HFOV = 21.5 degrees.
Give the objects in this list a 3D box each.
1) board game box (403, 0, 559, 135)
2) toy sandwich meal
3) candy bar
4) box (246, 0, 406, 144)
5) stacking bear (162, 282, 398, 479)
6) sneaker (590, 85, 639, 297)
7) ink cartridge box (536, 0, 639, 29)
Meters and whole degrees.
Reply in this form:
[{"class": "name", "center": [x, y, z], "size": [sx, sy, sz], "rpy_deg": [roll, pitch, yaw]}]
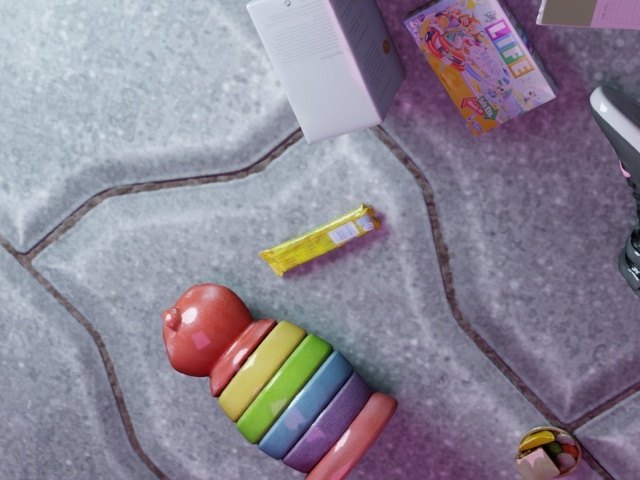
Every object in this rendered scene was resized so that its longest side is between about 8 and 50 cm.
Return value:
[{"class": "board game box", "center": [0.174, -0.200, 1.823], "size": [0.103, 0.026, 0.154], "rpy_deg": [-26, 109, 27]}, {"class": "toy sandwich meal", "center": [0.276, 0.264, 2.056], "size": [0.085, 0.029, 0.085], "rpy_deg": [7, 121, 12]}, {"class": "candy bar", "center": [0.000, 0.000, 1.994], "size": [0.161, 0.018, 0.040], "rpy_deg": [-26, 112, 27]}, {"class": "box", "center": [0.009, -0.212, 1.804], "size": [0.091, 0.130, 0.170], "rpy_deg": [-15, 113, 22]}, {"class": "stacking bear", "center": [-0.066, 0.166, 2.034], "size": [0.289, 0.175, 0.164], "rpy_deg": [38, 124, 2]}, {"class": "sneaker", "center": [0.356, -0.027, 1.821], "size": [0.147, 0.104, 0.296], "rpy_deg": [-39, 107, 25]}, {"class": "ink cartridge box", "center": [0.328, -0.287, 1.645], "size": [0.235, 0.056, 0.171], "rpy_deg": [2, 119, -17]}]
